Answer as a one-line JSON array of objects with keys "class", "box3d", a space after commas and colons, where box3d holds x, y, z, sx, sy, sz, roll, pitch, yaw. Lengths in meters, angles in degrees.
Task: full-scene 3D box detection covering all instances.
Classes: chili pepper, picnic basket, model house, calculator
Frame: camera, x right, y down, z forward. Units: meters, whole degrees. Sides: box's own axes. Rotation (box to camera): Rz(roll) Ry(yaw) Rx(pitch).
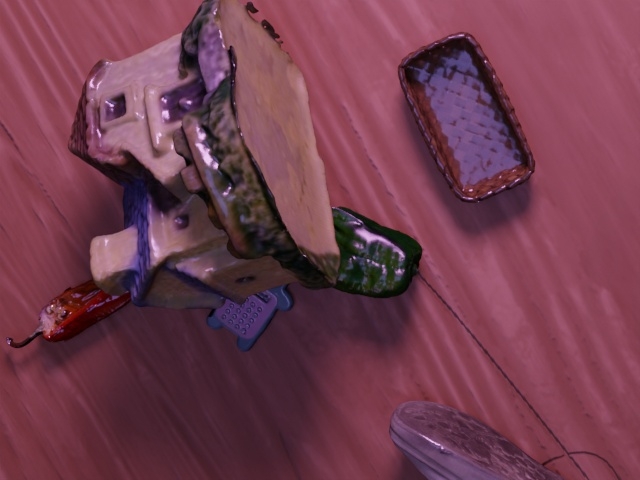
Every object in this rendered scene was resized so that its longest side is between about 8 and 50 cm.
[{"class": "chili pepper", "box3d": [-0.289, 0.078, 1.588, 0.268, 0.059, 0.050, -30, 133, 12]}, {"class": "picnic basket", "box3d": [0.171, -0.144, 1.455, 0.110, 0.055, 0.193, -24, 96, 13]}, {"class": "model house", "box3d": [-0.150, -0.080, 1.378, 0.266, 0.261, 0.321, -20, 61, 19]}, {"class": "calculator", "box3d": [-0.082, 0.069, 1.562, 0.094, 0.019, 0.141, 36, 105, 4]}, {"class": "chili pepper", "box3d": [0.001, -0.001, 1.504, 0.253, 0.083, 0.099, 24, 103, 9]}]

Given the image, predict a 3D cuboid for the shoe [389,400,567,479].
[{"class": "shoe", "box3d": [0.199, 0.331, 1.517, 0.316, 0.124, 0.159, 31, 111, 3]}]
